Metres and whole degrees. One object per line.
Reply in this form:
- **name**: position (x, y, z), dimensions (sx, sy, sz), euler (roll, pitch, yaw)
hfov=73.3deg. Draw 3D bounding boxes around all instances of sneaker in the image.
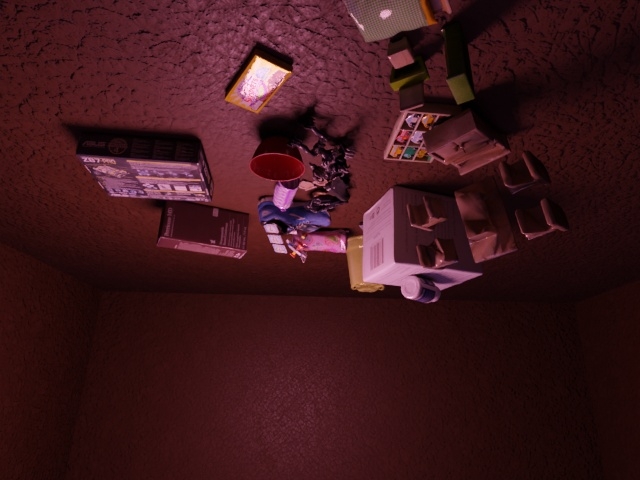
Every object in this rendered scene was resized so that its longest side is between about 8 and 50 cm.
- **sneaker**: position (0.084, -0.207, 1.647), dimensions (0.089, 0.051, 0.170), euler (-29, 147, 31)
- **sneaker**: position (-0.113, -0.088, 1.869), dimensions (0.329, 0.147, 0.130), euler (6, 160, -15)

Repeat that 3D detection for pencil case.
- **pencil case**: position (0.000, 0.000, 2.157), dimensions (0.283, 0.124, 0.124), euler (1, 160, 1)
- **pencil case**: position (-0.135, -0.191, 1.672), dimensions (0.086, 0.088, 0.206), euler (4, 159, -11)

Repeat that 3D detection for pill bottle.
- **pill bottle**: position (0.413, 0.203, 1.749), dimensions (0.169, 0.094, 0.094), euler (19, 154, -40)

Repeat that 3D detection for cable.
- **cable**: position (0.027, -0.149, 1.784), dimensions (0.184, 0.047, 0.150), euler (-7, 167, -19)

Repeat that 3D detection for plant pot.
- **plant pot**: position (0.253, 0.135, 2.299), dimensions (0.275, 0.254, 0.276), euler (2, 160, 1)

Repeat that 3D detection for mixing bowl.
- **mixing bowl**: position (-0.139, -0.279, 1.411), dimensions (0.181, 0.098, 0.181), euler (2, 160, 1)

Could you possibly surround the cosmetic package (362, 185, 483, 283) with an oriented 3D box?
- **cosmetic package**: position (0.418, 0.008, 1.829), dimensions (0.393, 0.328, 0.329), euler (8, 159, -16)

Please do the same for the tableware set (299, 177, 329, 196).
- **tableware set**: position (-0.001, -0.209, 1.709), dimensions (0.141, 0.020, 0.168), euler (-15, 154, 38)

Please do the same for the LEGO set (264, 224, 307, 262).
- **LEGO set**: position (-0.160, 0.009, 2.074), dimensions (0.244, 0.060, 0.183), euler (6, 130, 32)

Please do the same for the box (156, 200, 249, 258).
- **box**: position (-0.524, -0.050, 1.946), dimensions (0.381, 0.191, 0.143), euler (9, 159, -23)

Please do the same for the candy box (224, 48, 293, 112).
- **candy box**: position (-0.168, -0.416, 1.140), dimensions (0.105, 0.027, 0.206), euler (17, 155, -29)

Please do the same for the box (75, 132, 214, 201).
- **box**: position (-0.605, -0.247, 1.543), dimensions (0.394, 0.097, 0.318), euler (3, 162, -4)

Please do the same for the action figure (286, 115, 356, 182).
- **action figure**: position (0.022, -0.264, 1.360), dimensions (0.164, 0.141, 0.275), euler (-47, 135, 13)

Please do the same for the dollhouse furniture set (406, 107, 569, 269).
- **dollhouse furniture set**: position (0.467, -0.137, 1.249), dimensions (0.362, 0.395, 0.256), euler (-25, 157, 38)

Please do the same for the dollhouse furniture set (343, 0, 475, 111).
- **dollhouse furniture set**: position (0.191, -0.418, 0.922), dimensions (0.197, 0.152, 0.301), euler (-10, 157, 30)

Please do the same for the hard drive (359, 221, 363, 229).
- **hard drive**: position (0.265, -0.070, 2.071), dimensions (0.135, 0.022, 0.094), euler (-7, 158, 22)

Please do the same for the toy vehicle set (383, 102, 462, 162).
- **toy vehicle set**: position (0.307, -0.328, 1.332), dimensions (0.165, 0.035, 0.267), euler (3, 160, -4)

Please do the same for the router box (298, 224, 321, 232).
- **router box**: position (-0.070, -0.079, 2.047), dimensions (0.122, 0.038, 0.092), euler (18, 154, -38)
